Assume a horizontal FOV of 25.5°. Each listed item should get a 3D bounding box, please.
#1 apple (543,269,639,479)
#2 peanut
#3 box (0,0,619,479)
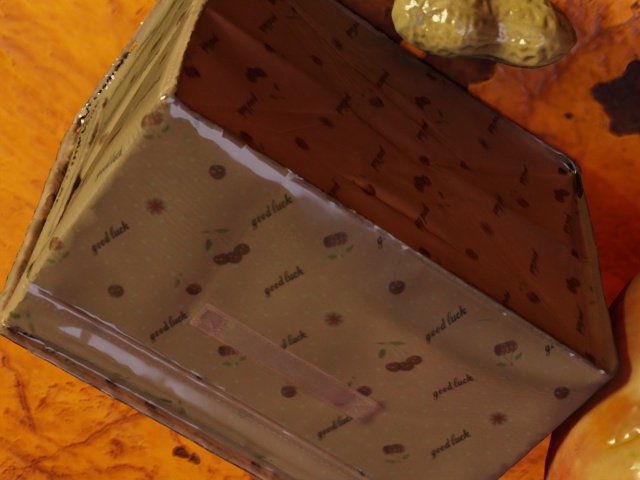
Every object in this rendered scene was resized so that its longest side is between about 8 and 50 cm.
[{"bbox_3d":[0.338,0.149,0.828,0.391,0.391,0.346,-21,134,18],"label":"apple"},{"bbox_3d":[0.099,-0.130,0.850,0.113,0.054,0.054,10,124,2],"label":"peanut"},{"bbox_3d":[0.000,0.000,0.843,0.297,0.225,0.190,33,121,-17],"label":"box"}]
